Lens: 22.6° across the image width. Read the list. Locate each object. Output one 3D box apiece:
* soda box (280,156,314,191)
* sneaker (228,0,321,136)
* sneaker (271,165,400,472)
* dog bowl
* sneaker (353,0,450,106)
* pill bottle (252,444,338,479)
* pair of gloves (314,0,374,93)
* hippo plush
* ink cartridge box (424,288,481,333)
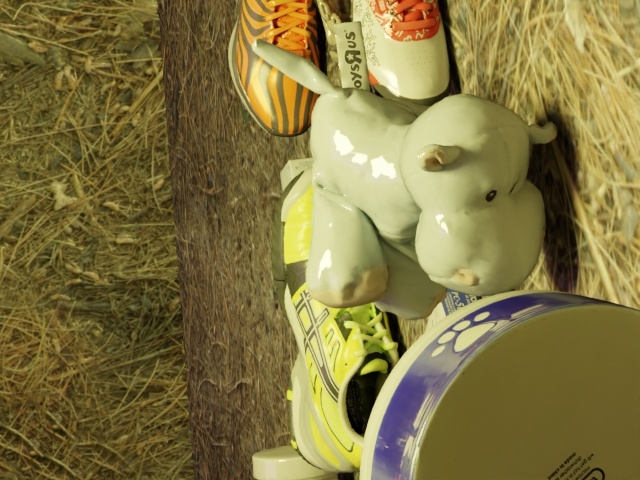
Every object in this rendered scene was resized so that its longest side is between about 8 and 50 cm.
[{"bbox_3d":[0.000,0.000,2.144,0.074,0.069,0.216,136,127,-73],"label":"soda box"},{"bbox_3d":[-0.051,-0.300,2.087,0.180,0.124,0.321,163,100,-77],"label":"sneaker"},{"bbox_3d":[0.039,0.097,1.966,0.147,0.145,0.385,2,102,55],"label":"sneaker"},{"bbox_3d":[0.167,0.170,1.129,0.104,0.264,0.265,-173,77,-74],"label":"dog bowl"},{"bbox_3d":[0.078,-0.274,1.642,0.145,0.090,0.270,99,162,-56],"label":"sneaker"},{"bbox_3d":[-0.021,0.426,2.262,0.153,0.153,0.265,-175,79,-76],"label":"pill bottle"},{"bbox_3d":[0.029,-0.224,1.812,0.204,0.042,0.240,-105,-5,-70],"label":"pair of gloves"},{"bbox_3d":[0.120,-0.065,1.461,0.236,0.234,0.294,0,104,50],"label":"hippo plush"},{"bbox_3d":[0.138,0.147,1.698,0.207,0.046,0.097,101,159,-52],"label":"ink cartridge box"}]
